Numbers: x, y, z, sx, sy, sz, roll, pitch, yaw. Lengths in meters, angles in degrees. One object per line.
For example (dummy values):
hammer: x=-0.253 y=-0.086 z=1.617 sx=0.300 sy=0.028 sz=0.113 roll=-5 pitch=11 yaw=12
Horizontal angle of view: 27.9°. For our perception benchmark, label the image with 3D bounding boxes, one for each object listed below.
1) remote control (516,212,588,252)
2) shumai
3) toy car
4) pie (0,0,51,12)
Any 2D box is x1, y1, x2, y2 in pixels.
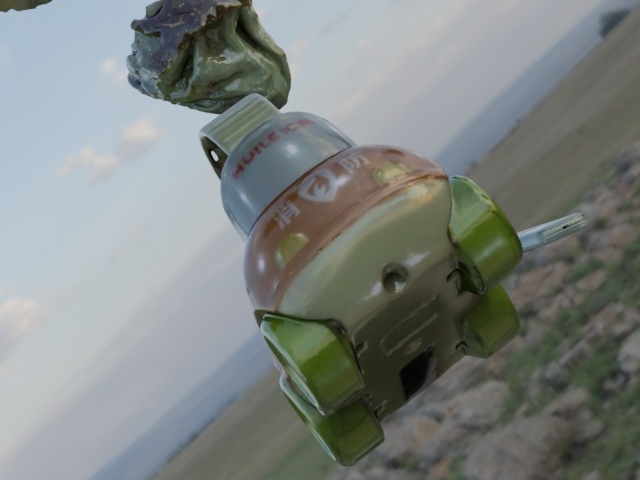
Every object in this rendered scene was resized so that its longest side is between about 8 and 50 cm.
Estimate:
remote control: x=0.189 y=-0.002 z=1.140 sx=0.053 sy=0.018 sz=0.124 roll=-21 pitch=-2 yaw=-19
shumai: x=-0.117 y=-0.216 z=1.325 sx=0.184 sy=0.184 sz=0.142 roll=-41 pitch=-35 yaw=-57
toy car: x=0.000 y=0.000 z=0.783 sx=0.145 sy=0.235 sz=0.235 roll=-37 pitch=-2 yaw=-9
pie: x=-0.227 y=-0.237 z=0.824 sx=0.308 sy=0.308 sz=0.085 roll=-43 pitch=-33 yaw=-30
